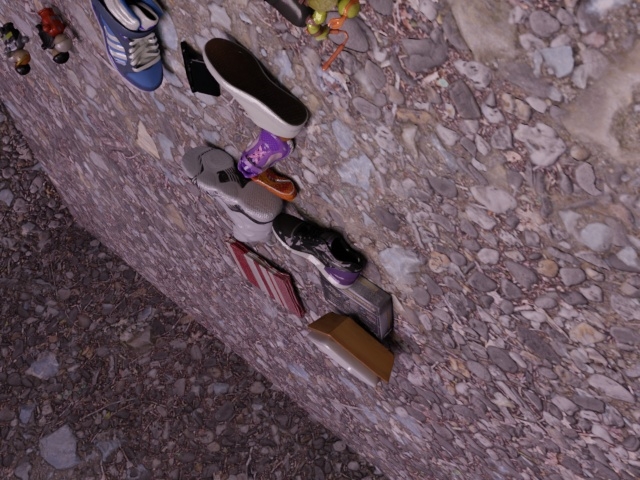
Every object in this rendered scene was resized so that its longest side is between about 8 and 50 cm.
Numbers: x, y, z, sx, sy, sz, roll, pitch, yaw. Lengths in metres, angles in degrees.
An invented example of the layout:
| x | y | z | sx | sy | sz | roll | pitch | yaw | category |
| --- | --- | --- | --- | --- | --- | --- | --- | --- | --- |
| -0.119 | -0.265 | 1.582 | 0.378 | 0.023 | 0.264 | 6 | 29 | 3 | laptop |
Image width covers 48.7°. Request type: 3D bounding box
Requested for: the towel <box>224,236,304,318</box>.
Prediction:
| x | y | z | sx | sy | sz | roll | pitch | yaw | category |
| --- | --- | --- | --- | --- | --- | --- | --- | --- | --- |
| -0.198 | 0.129 | 2.520 | 0.329 | 0.037 | 0.237 | 32 | 155 | 35 | towel |

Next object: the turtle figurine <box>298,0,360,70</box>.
| x | y | z | sx | sy | sz | roll | pitch | yaw | category |
| --- | --- | --- | --- | --- | --- | --- | --- | --- | --- |
| -0.015 | -0.424 | 1.181 | 0.217 | 0.087 | 0.269 | 39 | 142 | 8 | turtle figurine |

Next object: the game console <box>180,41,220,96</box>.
| x | y | z | sx | sy | sz | roll | pitch | yaw | category |
| --- | --- | --- | --- | --- | --- | --- | --- | --- | --- |
| -0.308 | -0.439 | 1.816 | 0.122 | 0.071 | 0.107 | 94 | 158 | -59 | game console |

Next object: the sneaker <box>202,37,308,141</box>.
| x | y | z | sx | sy | sz | roll | pitch | yaw | category |
| --- | --- | --- | --- | --- | --- | --- | --- | --- | --- |
| -0.164 | -0.332 | 1.619 | 0.290 | 0.106 | 0.123 | 44 | 154 | 2 | sneaker |

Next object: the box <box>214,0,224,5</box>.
| x | y | z | sx | sy | sz | roll | pitch | yaw | category |
| --- | --- | --- | --- | --- | --- | --- | --- | --- | --- |
| -0.249 | -0.547 | 1.349 | 0.145 | 0.038 | 0.186 | 60 | -171 | 10 | box |

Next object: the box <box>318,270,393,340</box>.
| x | y | z | sx | sy | sz | roll | pitch | yaw | category |
| --- | --- | --- | --- | --- | --- | --- | --- | --- | --- |
| 0.102 | 0.166 | 2.034 | 0.231 | 0.056 | 0.183 | 33 | 153 | 29 | box |

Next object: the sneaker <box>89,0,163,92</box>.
| x | y | z | sx | sy | sz | roll | pitch | yaw | category |
| --- | --- | --- | --- | --- | --- | --- | --- | --- | --- |
| -0.464 | -0.517 | 1.803 | 0.236 | 0.130 | 0.323 | 23 | 143 | 51 | sneaker |

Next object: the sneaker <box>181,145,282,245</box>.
| x | y | z | sx | sy | sz | roll | pitch | yaw | category |
| --- | --- | --- | --- | --- | --- | --- | --- | --- | --- |
| -0.262 | -0.121 | 2.088 | 0.365 | 0.137 | 0.210 | 33 | 151 | 21 | sneaker |

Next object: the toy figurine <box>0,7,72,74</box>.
| x | y | z | sx | sy | sz | roll | pitch | yaw | category |
| --- | --- | --- | --- | --- | --- | --- | --- | --- | --- |
| -0.923 | -0.635 | 2.296 | 0.148 | 0.209 | 0.213 | 63 | 155 | -11 | toy figurine |

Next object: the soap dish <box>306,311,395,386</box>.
| x | y | z | sx | sy | sz | roll | pitch | yaw | category |
| --- | --- | --- | --- | --- | --- | --- | --- | --- | --- |
| 0.090 | 0.321 | 2.138 | 0.229 | 0.118 | 0.291 | 40 | 170 | -9 | soap dish |

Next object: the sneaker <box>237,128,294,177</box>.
| x | y | z | sx | sy | sz | roll | pitch | yaw | category |
| --- | --- | --- | --- | --- | --- | --- | --- | --- | --- |
| -0.148 | -0.218 | 1.783 | 0.095 | 0.104 | 0.236 | 50 | 156 | -4 | sneaker |

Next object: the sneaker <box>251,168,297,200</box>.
| x | y | z | sx | sy | sz | roll | pitch | yaw | category |
| --- | --- | --- | --- | --- | --- | --- | --- | --- | --- |
| -0.138 | -0.159 | 1.916 | 0.175 | 0.064 | 0.067 | 39 | 166 | 24 | sneaker |

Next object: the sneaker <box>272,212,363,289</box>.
| x | y | z | sx | sy | sz | roll | pitch | yaw | category |
| --- | --- | --- | --- | --- | --- | --- | --- | --- | --- |
| 0.000 | 0.000 | 1.916 | 0.283 | 0.107 | 0.124 | 37 | 145 | 7 | sneaker |

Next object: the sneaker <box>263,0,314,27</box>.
| x | y | z | sx | sy | sz | roll | pitch | yaw | category |
| --- | --- | --- | --- | --- | --- | --- | --- | --- | --- |
| -0.131 | -0.491 | 1.281 | 0.286 | 0.130 | 0.109 | 47 | 155 | -4 | sneaker |
